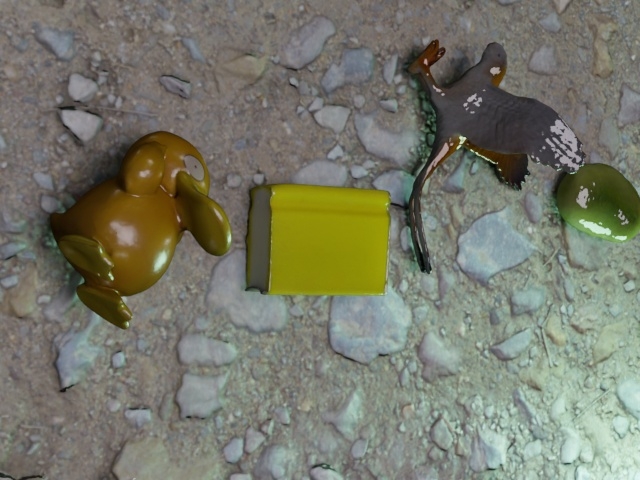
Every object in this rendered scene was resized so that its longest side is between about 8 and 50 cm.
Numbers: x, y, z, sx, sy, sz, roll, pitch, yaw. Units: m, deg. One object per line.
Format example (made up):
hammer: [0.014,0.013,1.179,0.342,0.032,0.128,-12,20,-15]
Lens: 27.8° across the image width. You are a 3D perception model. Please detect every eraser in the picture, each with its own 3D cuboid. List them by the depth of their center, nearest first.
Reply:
eraser: [0.000,0.000,1.849,0.226,0.069,0.158,3,89,-36]

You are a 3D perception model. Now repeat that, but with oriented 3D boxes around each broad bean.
broad bean: [0.478,-0.063,2.177,0.174,0.082,0.124,31,76,-33]

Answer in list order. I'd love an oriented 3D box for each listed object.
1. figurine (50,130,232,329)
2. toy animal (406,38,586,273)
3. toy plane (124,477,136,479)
figurine: [-0.228,-0.028,1.629,0.228,0.215,0.215,-29,108,-19]
toy animal: [0.202,-0.150,1.984,0.284,0.225,0.302,-32,97,-9]
toy plane: [-0.290,0.384,1.660,0.234,0.082,0.160,1,101,-21]
